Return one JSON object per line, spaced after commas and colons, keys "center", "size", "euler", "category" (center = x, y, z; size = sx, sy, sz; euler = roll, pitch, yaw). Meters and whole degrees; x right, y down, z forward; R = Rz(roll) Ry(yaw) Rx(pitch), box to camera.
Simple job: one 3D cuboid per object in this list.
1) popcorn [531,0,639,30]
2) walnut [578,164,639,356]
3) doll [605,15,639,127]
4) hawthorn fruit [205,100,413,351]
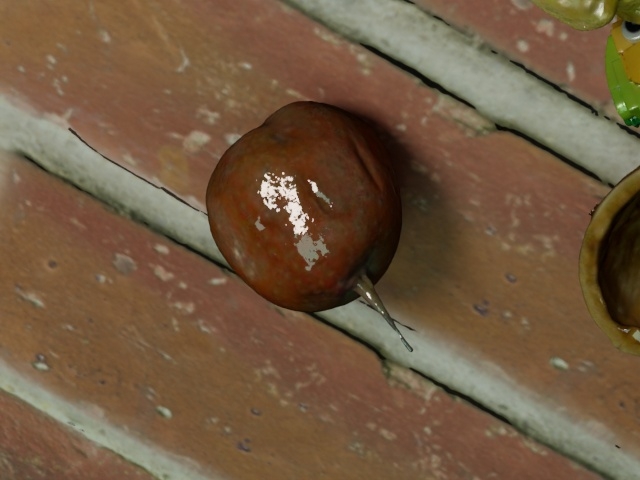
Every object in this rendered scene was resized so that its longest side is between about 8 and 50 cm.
{"center": [0.174, -0.212, 1.255], "size": [0.167, 0.152, 0.148], "euler": [26, 100, 4], "category": "popcorn"}
{"center": [0.273, -0.007, 1.381], "size": [0.167, 0.087, 0.211], "euler": [33, 134, -10], "category": "walnut"}
{"center": [0.275, -0.116, 1.286], "size": [0.186, 0.106, 0.134], "euler": [7, 82, 33], "category": "doll"}
{"center": [-0.005, -0.018, 1.425], "size": [0.149, 0.189, 0.149], "euler": [-11, 122, -18], "category": "hawthorn fruit"}
